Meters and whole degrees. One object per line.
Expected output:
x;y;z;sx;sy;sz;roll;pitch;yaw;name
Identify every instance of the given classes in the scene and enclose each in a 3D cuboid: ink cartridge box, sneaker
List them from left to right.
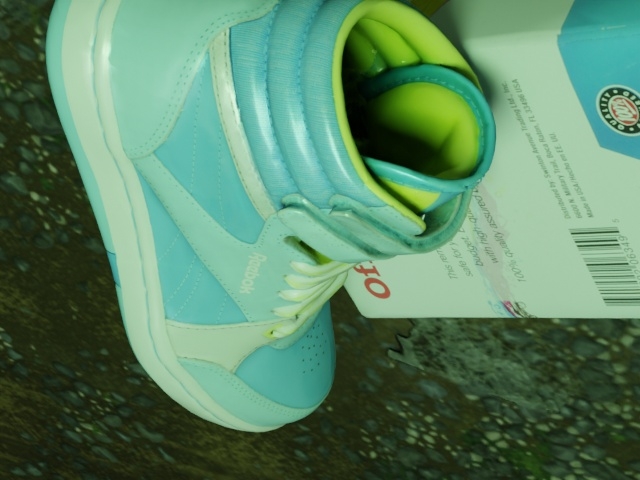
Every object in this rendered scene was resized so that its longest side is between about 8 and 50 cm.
0.000;0.000;0.806;0.208;0.127;0.319;10;140;29;sneaker
0.128;-0.090;0.885;0.270;0.197;0.198;-2;134;36;ink cartridge box
